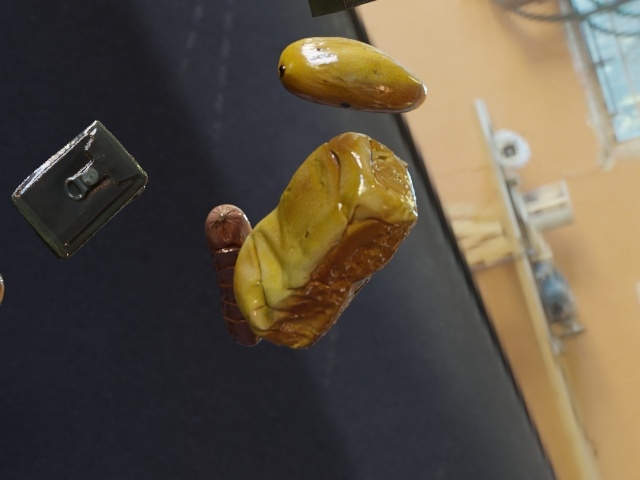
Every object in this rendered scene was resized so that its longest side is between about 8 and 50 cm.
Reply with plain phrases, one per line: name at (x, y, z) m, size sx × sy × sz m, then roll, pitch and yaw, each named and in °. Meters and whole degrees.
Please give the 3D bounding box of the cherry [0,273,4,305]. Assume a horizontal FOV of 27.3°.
cherry at (-0.556, 0.091, 1.973) m, size 0.140 × 0.176 × 0.176 m, roll 35°, pitch 29°, yaw -26°

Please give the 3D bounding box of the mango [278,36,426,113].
mango at (0.058, -0.272, 2.158) m, size 0.157 × 0.262 × 0.109 m, roll -128°, pitch -135°, yaw -66°

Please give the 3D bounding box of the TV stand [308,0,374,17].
TV stand at (0.109, -0.381, 1.808) m, size 0.088 × 0.269 × 0.083 m, roll 1°, pitch -71°, yaw 58°

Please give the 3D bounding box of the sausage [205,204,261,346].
sausage at (-0.139, 0.060, 2.226) m, size 0.433 × 0.087 × 0.088 m, roll 86°, pitch -5°, yaw -58°

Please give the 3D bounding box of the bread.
bread at (0.000, 0.000, 1.744) m, size 0.132 × 0.294 × 0.167 m, roll 22°, pitch 34°, yaw -34°

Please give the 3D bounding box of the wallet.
wallet at (-0.452, -0.095, 2.486) m, size 0.245 × 0.052 × 0.169 m, roll -46°, pitch 110°, yaw -29°
